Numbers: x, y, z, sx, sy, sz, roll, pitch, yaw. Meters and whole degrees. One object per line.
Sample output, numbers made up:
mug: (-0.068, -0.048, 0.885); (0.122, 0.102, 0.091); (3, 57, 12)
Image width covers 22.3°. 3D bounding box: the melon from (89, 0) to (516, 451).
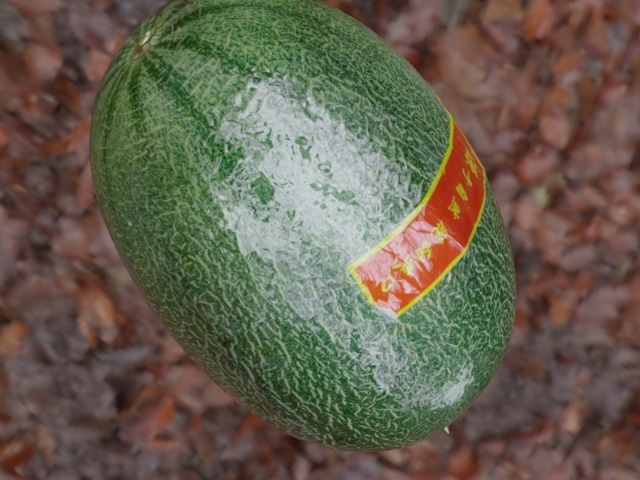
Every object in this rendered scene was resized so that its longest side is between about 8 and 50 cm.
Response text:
melon: (0.000, 0.000, 0.817); (0.182, 0.182, 0.288); (-45, 125, -17)
